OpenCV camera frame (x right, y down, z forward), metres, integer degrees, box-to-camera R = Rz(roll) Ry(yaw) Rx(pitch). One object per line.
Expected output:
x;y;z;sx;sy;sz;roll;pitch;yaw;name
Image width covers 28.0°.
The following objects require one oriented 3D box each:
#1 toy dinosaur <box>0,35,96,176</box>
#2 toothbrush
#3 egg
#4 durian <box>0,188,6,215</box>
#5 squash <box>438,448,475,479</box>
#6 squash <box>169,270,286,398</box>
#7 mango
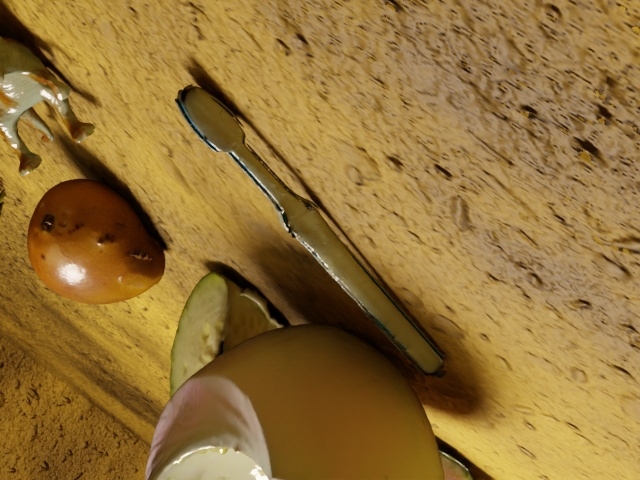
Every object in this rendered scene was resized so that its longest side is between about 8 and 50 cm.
-0.240;-0.121;0.960;0.142;0.057;0.212;54;159;-14;toy dinosaur
0.002;0.002;0.831;0.294;0.026;0.028;48;179;-30;toothbrush
-0.025;0.148;1.009;0.271;0.206;0.162;-4;99;43;egg
-0.463;-0.035;1.406;0.163;0.198;0.394;32;165;15;durian
0.099;0.235;1.186;0.105;0.105;0.132;35;-178;10;squash
-0.012;0.122;1.199;0.252;0.169;0.093;8;-174;-34;squash
-0.197;0.013;1.146;0.084;0.105;0.159;48;179;43;mango
